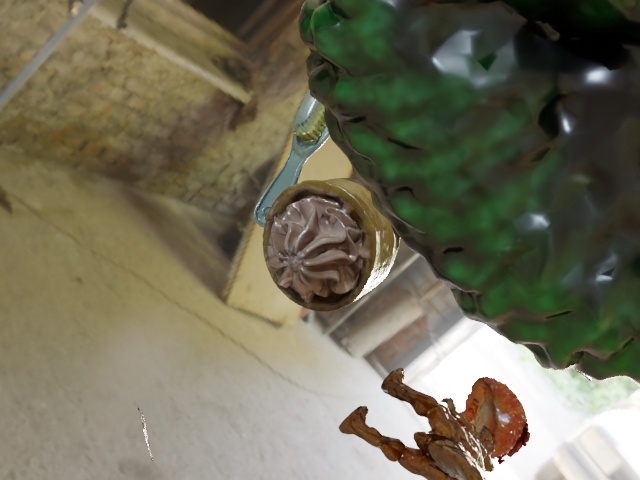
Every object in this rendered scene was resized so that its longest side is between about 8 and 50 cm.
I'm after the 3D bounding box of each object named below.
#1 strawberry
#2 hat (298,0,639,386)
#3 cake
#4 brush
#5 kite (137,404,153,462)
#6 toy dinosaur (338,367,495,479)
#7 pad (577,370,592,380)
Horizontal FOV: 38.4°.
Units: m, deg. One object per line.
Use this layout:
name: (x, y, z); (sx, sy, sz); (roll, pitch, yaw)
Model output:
strawberry: (0.267, 0.291, 1.442); (0.082, 0.188, 0.121); (3, 55, -14)
hat: (0.140, -0.111, 0.448); (0.274, 0.242, 0.332); (63, 28, -24)
cake: (0.000, 0.000, 1.329); (0.185, 0.207, 0.178); (27, 10, 20)
brush: (-0.029, -0.157, 1.411); (0.068, 0.297, 0.060); (25, -5, 28)
kite: (-0.253, 0.278, 1.325); (0.122, 0.004, 0.090); (-143, -139, -73)
toy dinosaur: (0.131, 0.249, 1.113); (0.208, 0.097, 0.432); (33, 7, 11)
pad: (0.202, 0.057, 0.991); (0.143, 0.003, 0.211); (34, 17, -34)
